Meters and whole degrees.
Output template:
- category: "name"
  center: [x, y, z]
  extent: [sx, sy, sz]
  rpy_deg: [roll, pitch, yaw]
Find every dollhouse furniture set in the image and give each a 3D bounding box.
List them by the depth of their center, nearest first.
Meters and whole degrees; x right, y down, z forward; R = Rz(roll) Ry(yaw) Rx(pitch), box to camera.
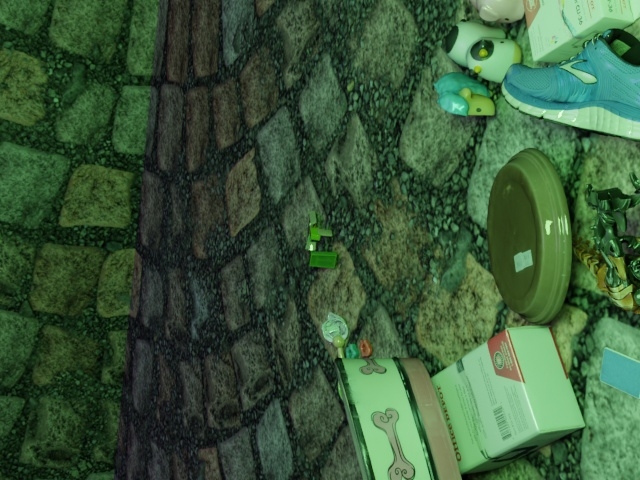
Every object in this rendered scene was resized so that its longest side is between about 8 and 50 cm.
- category: "dollhouse furniture set"
  center: [0.000, 0.000, 2.257]
  extent: [0.152, 0.058, 0.076]
  rpy_deg: [-99, 16, -56]

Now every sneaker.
- category: "sneaker"
  center: [0.400, -0.228, 1.443]
  extent: [0.330, 0.129, 0.147]
  rpy_deg: [23, 103, 51]

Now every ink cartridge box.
- category: "ink cartridge box"
  center: [0.392, -0.354, 1.488]
  extent: [0.198, 0.067, 0.115]
  rpy_deg: [-29, 65, 58]
- category: "ink cartridge box"
  center: [0.296, 0.263, 1.638]
  extent: [0.237, 0.100, 0.172]
  rpy_deg: [-47, 51, 52]

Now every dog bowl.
- category: "dog bowl"
  center: [0.143, 0.382, 1.723]
  extent: [0.408, 0.150, 0.408]
  rpy_deg: [166, 90, -88]

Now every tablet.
- category: "tablet"
  center: [0.442, 0.193, 1.469]
  extent: [0.083, 0.006, 0.054]
  rpy_deg: [25, 112, 60]

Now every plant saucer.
- category: "plant saucer"
  center: [0.318, -0.005, 1.571]
  extent: [0.278, 0.041, 0.278]
  rpy_deg: [176, 90, -79]

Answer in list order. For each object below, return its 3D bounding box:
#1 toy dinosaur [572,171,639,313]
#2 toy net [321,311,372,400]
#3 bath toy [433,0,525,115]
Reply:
- category: "toy dinosaur"
  center: [0.432, 0.029, 1.353]
  extent: [0.321, 0.164, 0.219]
  rpy_deg: [6, 112, 46]
- category: "toy net"
  center: [0.051, 0.230, 2.143]
  extent: [0.232, 0.045, 0.122]
  rpy_deg: [61, 141, 41]
- category: "bath toy"
  center: [0.277, -0.380, 1.633]
  extent: [0.151, 0.129, 0.348]
  rpy_deg: [31, 119, 34]
